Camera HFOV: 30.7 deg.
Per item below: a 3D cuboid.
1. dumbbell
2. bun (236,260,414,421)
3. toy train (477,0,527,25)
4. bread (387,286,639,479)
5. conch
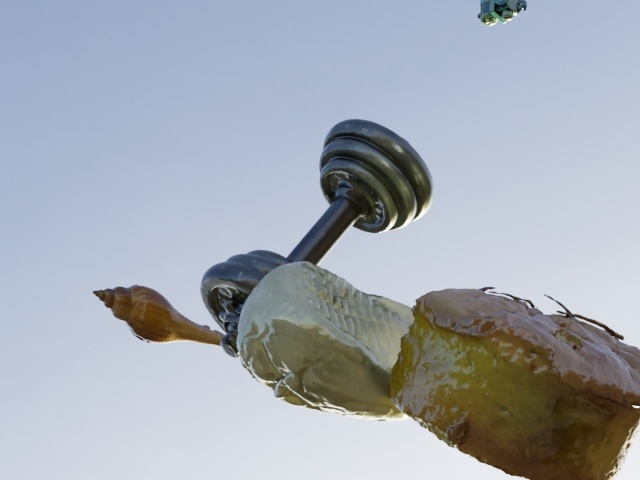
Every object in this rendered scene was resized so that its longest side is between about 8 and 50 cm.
[{"bbox_3d":[0.000,0.000,1.542,0.179,0.406,0.179,30,-30,19],"label":"dumbbell"},{"bbox_3d":[0.012,0.120,1.242,0.229,0.229,0.145,20,-66,-32],"label":"bun"},{"bbox_3d":[0.152,-0.225,1.001,0.045,0.092,0.029,-19,-34,39],"label":"toy train"},{"bbox_3d":[0.203,0.147,1.090,0.260,0.147,0.160,24,-77,-13],"label":"bread"},{"bbox_3d":[-0.290,0.165,2.217,0.330,0.093,0.109,33,-26,-27],"label":"conch"}]
